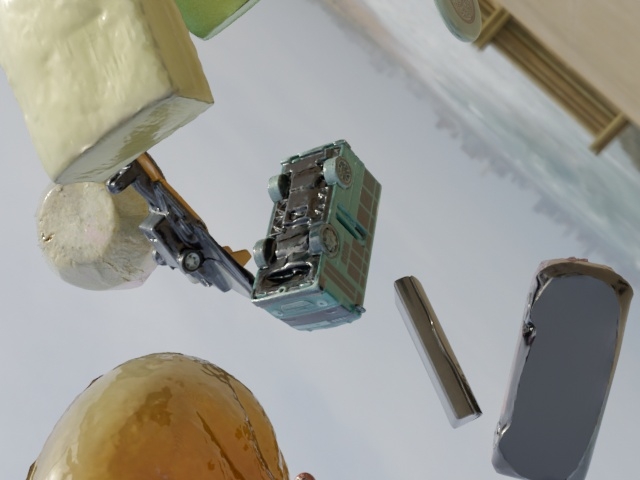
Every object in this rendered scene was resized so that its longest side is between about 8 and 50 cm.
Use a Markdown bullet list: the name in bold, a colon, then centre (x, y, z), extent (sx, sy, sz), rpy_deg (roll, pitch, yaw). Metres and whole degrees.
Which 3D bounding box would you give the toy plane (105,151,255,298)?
- **toy plane**: centre (-0.231, -0.034, 1.441), extent (0.204, 0.103, 0.316), rpy_deg (10, 148, 49)

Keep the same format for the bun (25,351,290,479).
- **bun**: centre (-0.102, 0.244, 0.790), extent (0.164, 0.299, 0.299), rpy_deg (2, 175, 22)

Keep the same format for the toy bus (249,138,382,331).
- **toy bus**: centre (0.000, 0.000, 1.371), extent (0.147, 0.128, 0.256), rpy_deg (44, -136, -39)

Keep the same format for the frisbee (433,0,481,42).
- **frisbee**: centre (0.163, -0.291, 1.167), extent (0.110, 0.014, 0.110), rpy_deg (29, -127, -46)

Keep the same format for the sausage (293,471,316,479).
- **sausage**: centre (-0.008, 0.326, 1.189), extent (0.029, 0.029, 0.223), rpy_deg (47, 165, 28)

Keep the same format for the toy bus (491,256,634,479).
- **toy bus**: centre (0.305, 0.167, 1.246), extent (0.127, 0.303, 0.147), rpy_deg (11, -168, 7)

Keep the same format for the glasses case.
- **glasses case**: centre (0.143, 0.138, 1.205), extent (0.072, 0.042, 0.191), rpy_deg (60, -174, -67)

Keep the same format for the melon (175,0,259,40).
- **melon**: centre (-0.220, -0.578, 1.785), extent (0.343, 0.226, 0.331), rpy_deg (53, -131, -11)

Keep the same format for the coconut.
- **coconut**: centre (-0.357, -0.024, 1.642), extent (0.227, 0.227, 0.230), rpy_deg (44, -171, 12)

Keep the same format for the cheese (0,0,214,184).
- **cheese**: centre (-0.289, -0.241, 1.250), extent (0.124, 0.242, 0.266), rpy_deg (-3, -113, -63)
